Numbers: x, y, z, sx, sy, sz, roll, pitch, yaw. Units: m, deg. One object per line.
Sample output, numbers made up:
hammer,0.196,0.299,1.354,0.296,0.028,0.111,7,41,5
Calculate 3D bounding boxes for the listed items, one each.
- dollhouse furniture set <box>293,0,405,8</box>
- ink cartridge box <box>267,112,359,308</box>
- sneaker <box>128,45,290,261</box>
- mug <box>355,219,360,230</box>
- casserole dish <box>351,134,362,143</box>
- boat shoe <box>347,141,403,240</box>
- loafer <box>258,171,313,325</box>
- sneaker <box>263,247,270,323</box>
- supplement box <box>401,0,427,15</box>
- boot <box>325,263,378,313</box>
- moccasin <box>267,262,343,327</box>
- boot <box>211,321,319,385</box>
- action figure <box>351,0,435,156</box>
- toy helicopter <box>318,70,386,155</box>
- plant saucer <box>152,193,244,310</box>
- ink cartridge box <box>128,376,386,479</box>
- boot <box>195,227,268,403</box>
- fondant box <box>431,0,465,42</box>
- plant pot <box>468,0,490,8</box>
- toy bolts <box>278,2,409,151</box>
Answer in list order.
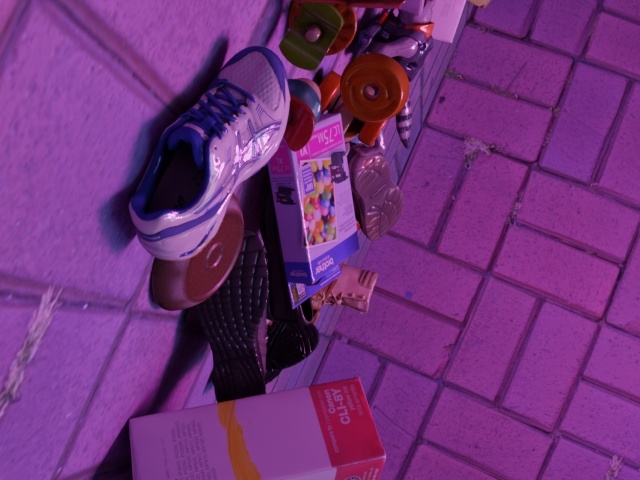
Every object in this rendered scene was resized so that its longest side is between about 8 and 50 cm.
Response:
dollhouse furniture set,0.057,-0.509,1.089,0.201,0.152,0.373,89,8,-67
ink cartridge box,-0.007,-0.054,1.464,0.186,0.065,0.310,-32,121,-55
sneaker,-0.123,-0.116,0.985,0.131,0.112,0.296,81,32,-72
mug,-0.003,0.001,2.064,0.113,0.150,0.169,2,-121,60
casserole dish,0.088,-0.238,2.130,0.114,0.037,0.188,91,23,-67
boat shoe,0.113,-0.132,2.067,0.132,0.130,0.355,-37,148,-13
loafer,-0.048,0.013,1.535,0.109,0.095,0.302,-23,121,-51
sneaker,-0.104,0.092,1.700,0.262,0.099,0.121,-51,171,-35
supplement box,0.178,-0.557,1.585,0.073,0.130,0.239,84,31,-71
boot,0.024,0.151,2.164,0.095,0.204,0.262,101,14,-49
moccasin,-0.048,0.116,1.948,0.380,0.139,0.147,-62,-177,28
boot,-0.103,0.242,1.778,0.247,0.094,0.207,-31,172,5
action figure,0.167,-0.382,1.808,0.341,0.179,0.330,-59,169,-57
toy helicopter,-0.003,-0.154,1.649,0.355,0.140,0.235,-57,-179,6
plant saucer,-0.163,0.017,1.193,0.198,0.036,0.198,-50,155,-35
ink cartridge box,-0.114,0.387,1.388,0.279,0.385,0.160,101,-24,-51
boot,-0.145,0.106,1.436,0.222,0.118,0.337,-95,-172,-68
fondant box,0.289,-0.638,1.898,0.330,0.096,0.238,-78,-178,-47
plant pot,0.420,-0.762,2.188,0.253,0.276,0.276,-58,175,21
toy bolts,0.016,-0.245,1.268,0.228,0.218,0.158,-52,-174,30
